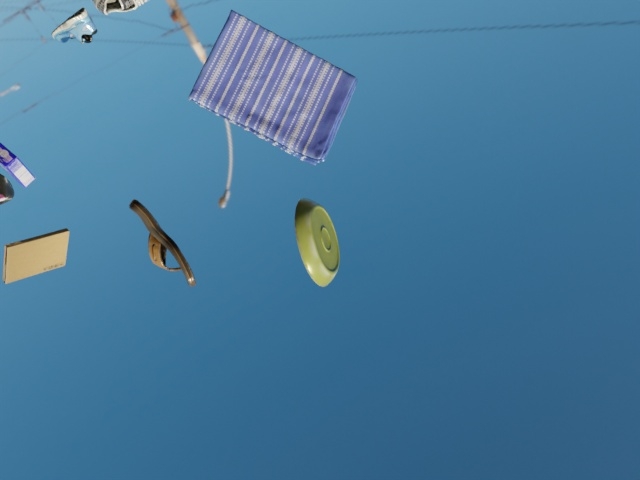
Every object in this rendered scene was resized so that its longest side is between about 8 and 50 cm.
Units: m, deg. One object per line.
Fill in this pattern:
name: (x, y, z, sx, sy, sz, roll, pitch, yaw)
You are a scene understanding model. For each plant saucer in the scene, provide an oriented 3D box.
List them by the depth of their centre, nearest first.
plant saucer: (0.000, 0.000, 1.629, 0.037, 0.241, 0.241, -15, -138, 20)

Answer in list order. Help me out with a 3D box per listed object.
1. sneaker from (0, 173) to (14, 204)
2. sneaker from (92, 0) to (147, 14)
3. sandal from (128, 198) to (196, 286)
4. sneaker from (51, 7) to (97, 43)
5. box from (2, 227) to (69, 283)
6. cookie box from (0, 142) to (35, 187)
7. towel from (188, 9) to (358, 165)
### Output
sneaker: (-0.619, -0.079, 1.092, 0.178, 0.077, 0.072, 0, -114, 8)
sneaker: (-0.519, -0.689, 1.731, 0.235, 0.090, 0.095, -28, -121, -19)
sandal: (-0.330, 0.012, 1.262, 0.060, 0.219, 0.090, -39, 178, -12)
sneaker: (-0.603, -0.509, 1.523, 0.162, 0.073, 0.063, 0, -132, 47)
box: (-0.907, 0.048, 1.978, 0.201, 0.164, 0.021, -22, -123, -44)
cookie box: (-0.773, -0.192, 1.540, 0.092, 0.107, 0.040, 37, -109, 15)
towel: (-0.100, -0.345, 1.404, 0.243, 0.336, 0.040, -67, -169, -12)
